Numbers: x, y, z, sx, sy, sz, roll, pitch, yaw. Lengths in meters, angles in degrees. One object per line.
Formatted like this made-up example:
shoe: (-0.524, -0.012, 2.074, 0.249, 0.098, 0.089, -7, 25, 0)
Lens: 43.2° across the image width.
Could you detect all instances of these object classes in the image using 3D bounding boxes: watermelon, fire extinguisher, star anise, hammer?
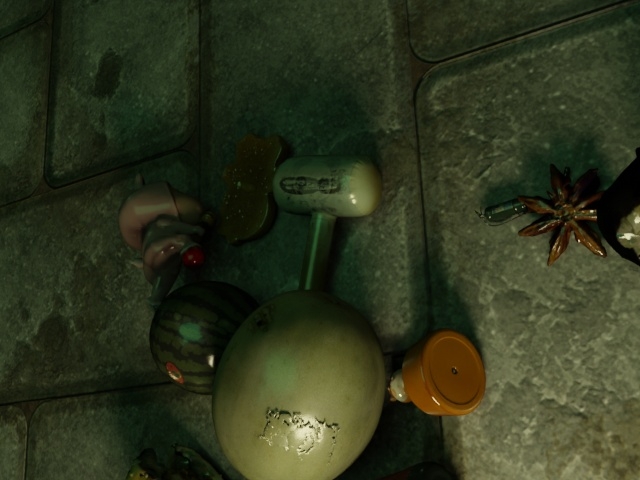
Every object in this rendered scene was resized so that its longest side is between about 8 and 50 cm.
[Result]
watermelon: (-0.194, 0.173, 1.436, 0.212, 0.212, 0.212, -10, 72, 32)
fire extinguisher: (0.288, -0.044, 1.282, 0.083, 0.025, 0.038, -17, 92, 29)
star anise: (0.370, -0.038, 1.205, 0.168, 0.057, 0.167, -11, 70, 31)
hammer: (0.000, 0.000, 1.421, 0.202, 0.113, 0.305, 4, 84, 37)

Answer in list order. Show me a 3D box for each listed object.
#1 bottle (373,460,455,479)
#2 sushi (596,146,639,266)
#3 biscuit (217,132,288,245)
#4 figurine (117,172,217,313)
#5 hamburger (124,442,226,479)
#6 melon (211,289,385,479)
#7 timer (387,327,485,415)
bottle: (0.052, 0.449, 1.239, 0.336, 0.144, 0.143, -26, 64, 28)
sushi: (0.532, -0.092, 0.971, 0.329, 0.328, 0.285, -7, 59, 47)
biscuit: (-0.130, -0.097, 1.571, 0.166, 0.036, 0.225, 8, 85, 36)
figurine: (-0.292, -0.001, 1.577, 0.287, 0.186, 0.176, -116, 21, -49)
hamburger: (-0.240, 0.503, 1.399, 0.288, 0.168, 0.192, 34, 95, 35)
melon: (-0.037, 0.245, 1.272, 0.269, 0.269, 0.330, 28, 101, 36)
timer: (0.158, 0.218, 1.257, 0.152, 0.132, 0.131, -31, 60, 49)
